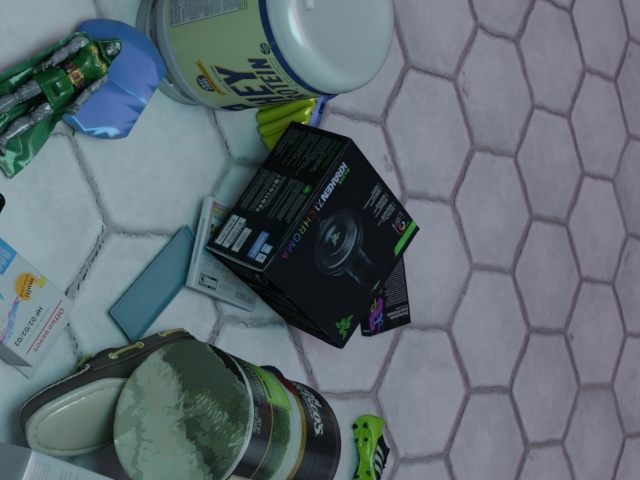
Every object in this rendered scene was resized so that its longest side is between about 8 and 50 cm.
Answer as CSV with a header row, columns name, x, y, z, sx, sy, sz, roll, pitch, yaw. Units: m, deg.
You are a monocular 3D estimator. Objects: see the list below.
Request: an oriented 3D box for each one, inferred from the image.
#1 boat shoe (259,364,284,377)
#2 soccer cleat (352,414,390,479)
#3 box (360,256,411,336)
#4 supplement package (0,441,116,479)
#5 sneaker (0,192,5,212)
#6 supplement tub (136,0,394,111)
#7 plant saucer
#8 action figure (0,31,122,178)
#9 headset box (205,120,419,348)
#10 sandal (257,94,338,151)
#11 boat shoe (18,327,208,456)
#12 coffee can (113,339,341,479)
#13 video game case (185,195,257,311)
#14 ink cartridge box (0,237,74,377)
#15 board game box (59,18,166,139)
name,x,y,z,sx,sy,sz,roll,pitch,yaw
boat shoe,-0.068,0.304,1.678,0.089,0.109,0.258,-38,132,-49
soccer cleat,0.092,0.396,1.859,0.072,0.060,0.178,11,77,-48
box,0.110,0.084,1.913,0.116,0.029,0.162,-12,96,-46
supplement package,-0.322,0.377,1.328,0.293,0.178,0.175,33,65,-40
sneaker,-0.445,-0.007,1.289,0.063,0.073,0.162,50,54,-33
supplement tub,-0.084,-0.309,1.504,0.235,0.325,0.235,3,86,-47
plant saucer,-0.237,0.062,1.550,0.192,0.018,0.067,-54,125,-35
action figure,-0.349,-0.202,1.387,0.232,0.063,0.137,-45,127,-28
headset box,0.000,0.000,1.656,0.246,0.131,0.283,-56,139,-14
sandal,-0.006,-0.271,1.741,0.138,0.126,0.317,33,67,-46
boat shoe,-0.277,0.198,1.445,0.324,0.097,0.116,-17,133,-44
coffee can,-0.118,0.263,1.428,0.275,0.202,0.201,36,62,-59
video game case,-0.140,0.023,1.638,0.157,0.019,0.143,28,68,-52
ink cartridge box,-0.391,0.089,1.351,0.181,0.062,0.104,49,56,-34
board game box,-0.302,-0.223,1.473,0.133,0.033,0.168,33,75,-17
